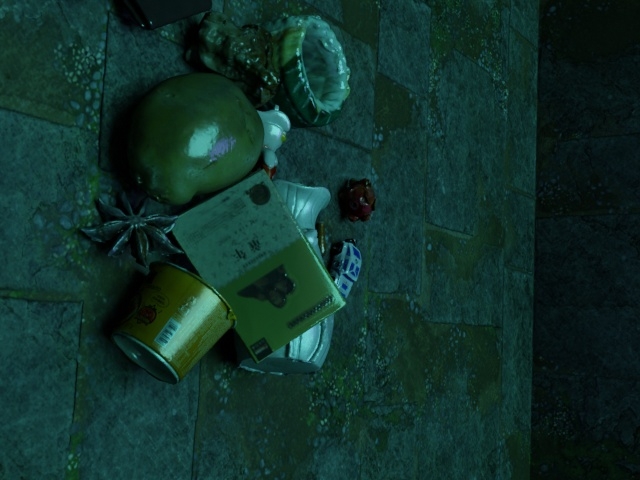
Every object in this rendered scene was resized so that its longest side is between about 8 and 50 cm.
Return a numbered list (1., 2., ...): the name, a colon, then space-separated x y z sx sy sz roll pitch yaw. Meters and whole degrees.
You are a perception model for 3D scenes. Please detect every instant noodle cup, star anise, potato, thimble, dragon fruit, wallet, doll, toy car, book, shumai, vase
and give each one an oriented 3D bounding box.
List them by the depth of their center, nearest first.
1. star anise: -0.364 -0.015 1.545 0.180 0.061 0.204 44 40 10
2. instant noodle cup: -0.299 0.169 1.555 0.172 0.216 0.215 -55 131 -28
3. potato: -0.257 -0.216 1.602 0.326 0.221 0.243 -29 121 -47
4. wallet: -0.336 -0.538 1.633 0.182 0.049 0.229 58 41 -7
5. book: -0.132 0.049 1.653 0.239 0.035 0.352 -32 91 -12
6. shumai: -0.206 -0.394 1.743 0.185 0.184 0.218 -3 61 -19
7. doll: -0.154 -0.132 1.776 0.099 0.188 0.384 18 79 -27
8. vase: -0.078 0.080 1.828 0.250 0.250 0.445 27 60 -50
9. thimble: -0.055 -0.419 1.935 0.254 0.167 0.288 -58 133 -39
10. toy car: 0.067 0.075 2.162 0.080 0.070 0.170 40 58 -45
11. dragon fruit: 0.100 -0.114 2.191 0.068 0.112 0.126 -2 91 -40

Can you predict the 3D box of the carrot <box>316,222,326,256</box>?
1. carrot: 0.000 0.000 2.110 0.032 0.032 0.093 13 75 -53
